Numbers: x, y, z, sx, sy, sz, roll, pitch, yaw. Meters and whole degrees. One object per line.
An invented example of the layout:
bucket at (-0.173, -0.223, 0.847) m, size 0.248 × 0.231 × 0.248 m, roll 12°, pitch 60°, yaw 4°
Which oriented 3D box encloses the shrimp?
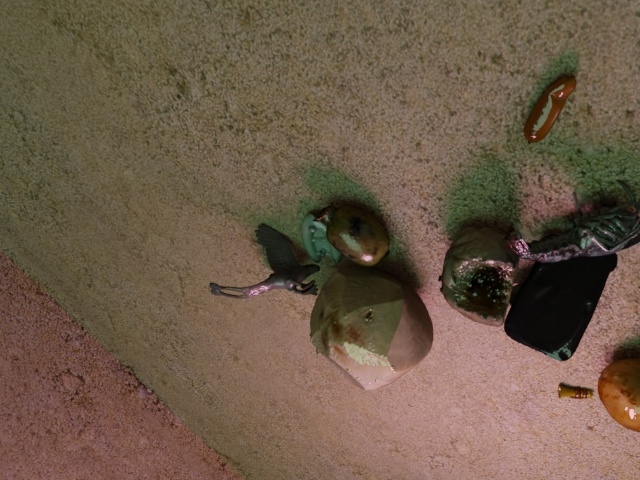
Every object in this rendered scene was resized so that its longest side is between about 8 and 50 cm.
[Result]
shrimp at (0.664, -0.027, 1.209) m, size 0.411 × 0.221 × 0.165 m, roll -21°, pitch 109°, yaw 1°

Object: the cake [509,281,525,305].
cake at (0.662, 0.136, 1.411) m, size 0.236 × 0.100 × 0.099 m, roll -3°, pitch 123°, yaw 25°

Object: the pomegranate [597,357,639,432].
pomegranate at (0.976, 0.465, 1.460) m, size 0.249 × 0.248 × 0.248 m, roll 12°, pitch 130°, yaw 14°

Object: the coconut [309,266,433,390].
coconut at (0.158, 0.273, 1.568) m, size 0.416 × 0.344 × 0.415 m, roll 14°, pitch 133°, yaw 15°

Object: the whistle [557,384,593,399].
whistle at (0.881, 0.536, 1.676) m, size 0.109 × 0.046 × 0.057 m, roll 5°, pitch 114°, yaw 12°

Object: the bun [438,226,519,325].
bun at (0.445, 0.096, 1.379) m, size 0.205 × 0.281 × 0.281 m, roll 15°, pitch 131°, yaw 23°

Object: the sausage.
sausage at (0.535, -0.308, 1.144) m, size 0.062 × 0.054 × 0.183 m, roll 0°, pitch 132°, yaw -18°

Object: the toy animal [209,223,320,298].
toy animal at (-0.160, 0.123, 1.600) m, size 0.302 × 0.284 × 0.224 m, roll 17°, pitch 129°, yaw 31°

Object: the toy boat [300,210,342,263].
toy boat at (0.000, 0.000, 1.597) m, size 0.134 × 0.078 × 0.207 m, roll 4°, pitch 129°, yaw 23°

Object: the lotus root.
lotus root at (0.093, -0.033, 1.482) m, size 0.278 × 0.154 × 0.154 m, roll 36°, pitch 131°, yaw -5°

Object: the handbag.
handbag at (0.645, 0.145, 1.314) m, size 0.192 × 0.075 × 0.332 m, roll 26°, pitch 96°, yaw 32°
